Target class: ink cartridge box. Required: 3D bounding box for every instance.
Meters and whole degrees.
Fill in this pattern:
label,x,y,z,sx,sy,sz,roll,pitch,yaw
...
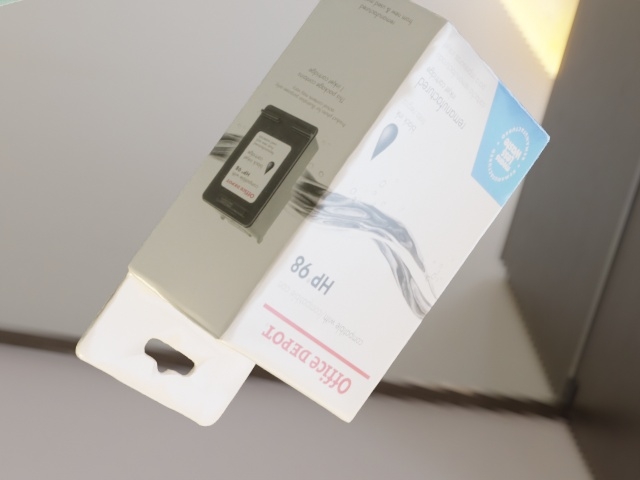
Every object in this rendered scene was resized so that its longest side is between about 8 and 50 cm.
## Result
label,x,y,z,sx,sy,sz,roll,pitch,yaw
ink cartridge box,0.000,0.000,0.664,0.060,0.180,0.104,34,177,37

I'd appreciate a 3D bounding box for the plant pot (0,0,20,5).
label,x,y,z,sx,sy,sz,roll,pitch,yaw
plant pot,-0.146,-0.219,0.537,0.272,0.271,0.255,-7,-131,-38
